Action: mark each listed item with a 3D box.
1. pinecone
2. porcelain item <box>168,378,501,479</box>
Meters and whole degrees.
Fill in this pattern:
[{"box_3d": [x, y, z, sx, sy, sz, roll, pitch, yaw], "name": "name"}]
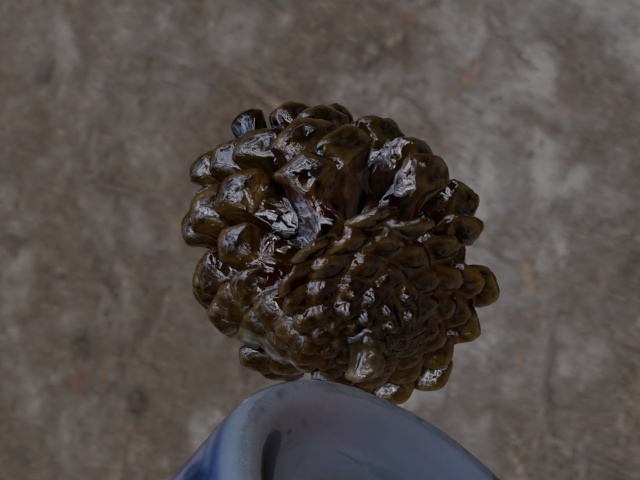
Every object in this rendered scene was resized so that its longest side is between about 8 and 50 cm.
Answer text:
[{"box_3d": [-0.002, 0.000, 1.123, 0.212, 0.168, 0.186, 39, 138, 34], "name": "pinecone"}, {"box_3d": [0.001, 0.131, 0.557, 0.114, 0.147, 0.147, -51, 52, 24], "name": "porcelain item"}]
